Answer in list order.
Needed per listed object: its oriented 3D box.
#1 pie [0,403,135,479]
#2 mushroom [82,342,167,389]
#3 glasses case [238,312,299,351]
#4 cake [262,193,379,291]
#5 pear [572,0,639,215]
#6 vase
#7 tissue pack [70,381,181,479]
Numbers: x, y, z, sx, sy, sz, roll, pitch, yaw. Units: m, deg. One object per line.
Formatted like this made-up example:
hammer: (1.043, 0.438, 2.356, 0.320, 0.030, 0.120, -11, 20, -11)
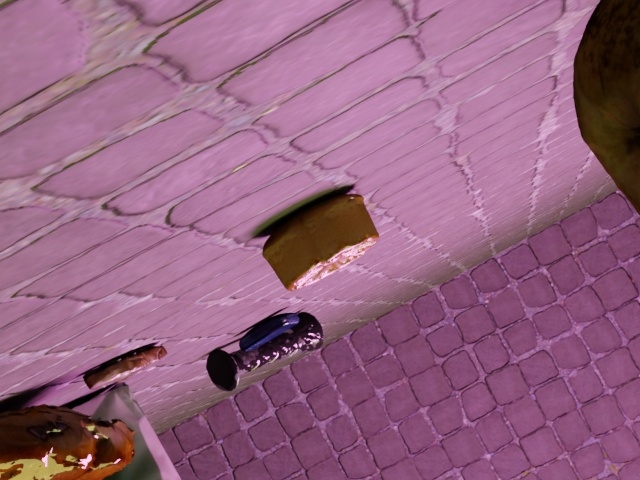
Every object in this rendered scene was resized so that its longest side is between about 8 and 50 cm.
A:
pie: (-0.326, 0.226, 1.143, 0.308, 0.085, 0.308, -23, 171, -4)
mushroom: (-0.180, 0.118, 1.197, 0.049, 0.019, 0.101, -32, 171, 39)
glasses case: (-0.067, 0.110, 1.580, 0.083, 0.023, 0.033, -33, 163, 24)
cake: (0.000, 0.000, 0.909, 0.084, 0.044, 0.084, -29, 173, -4)
pear: (0.207, -0.065, 0.549, 0.197, 0.197, 0.197, -27, 173, -3)
vase: (-0.071, 0.145, 1.683, 0.167, 0.059, 0.059, -22, 171, -43)
tissue pack: (-0.255, 0.372, 1.402, 0.266, 0.356, 0.194, -34, 174, 38)
